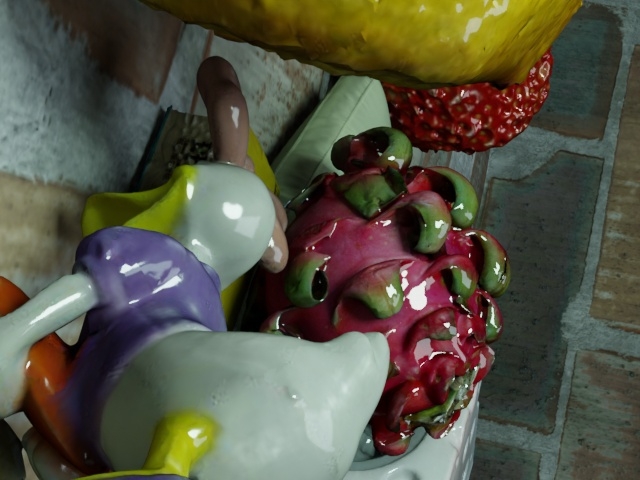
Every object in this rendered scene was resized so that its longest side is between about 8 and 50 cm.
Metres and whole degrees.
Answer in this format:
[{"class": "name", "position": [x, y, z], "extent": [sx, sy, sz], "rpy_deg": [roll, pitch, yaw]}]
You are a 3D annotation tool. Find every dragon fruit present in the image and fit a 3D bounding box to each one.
[{"class": "dragon fruit", "position": [0.053, 0.026, 0.692], "extent": [0.218, 0.198, 0.272], "rpy_deg": [93, 21, -57]}]

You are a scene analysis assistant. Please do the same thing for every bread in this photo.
[{"class": "bread", "position": [0.019, -0.207, 0.506], "extent": [0.358, 0.337, 0.204], "rpy_deg": [-17, 125, -62]}]

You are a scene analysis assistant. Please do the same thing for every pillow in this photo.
[{"class": "pillow", "position": [0.000, 0.000, 0.929], "extent": [0.322, 0.120, 0.255], "rpy_deg": [-59, 153, -46]}]

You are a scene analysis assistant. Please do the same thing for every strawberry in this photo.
[{"class": "strawberry", "position": [0.139, -0.243, 1.021], "extent": [0.257, 0.261, 0.261], "rpy_deg": [87, 22, -44]}]

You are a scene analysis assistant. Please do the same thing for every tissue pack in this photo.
[{"class": "tissue pack", "position": [-0.096, -0.001, 0.685], "extent": [0.120, 0.082, 0.169], "rpy_deg": [67, 37, -63]}]

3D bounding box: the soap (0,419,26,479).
[{"class": "soap", "position": [-0.218, 0.093, 0.361], "extent": [0.233, 0.076, 0.135], "rpy_deg": [80, 28, -52]}]

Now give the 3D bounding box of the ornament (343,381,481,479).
[{"class": "ornament", "position": [0.047, 0.266, 1.048], "extent": [0.239, 0.239, 0.239], "rpy_deg": [86, 22, -43]}]

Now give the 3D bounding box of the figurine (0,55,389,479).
[{"class": "figurine", "position": [-0.070, 0.047, 0.447], "extent": [0.421, 0.193, 0.154], "rpy_deg": [-107, 180, -58]}]
